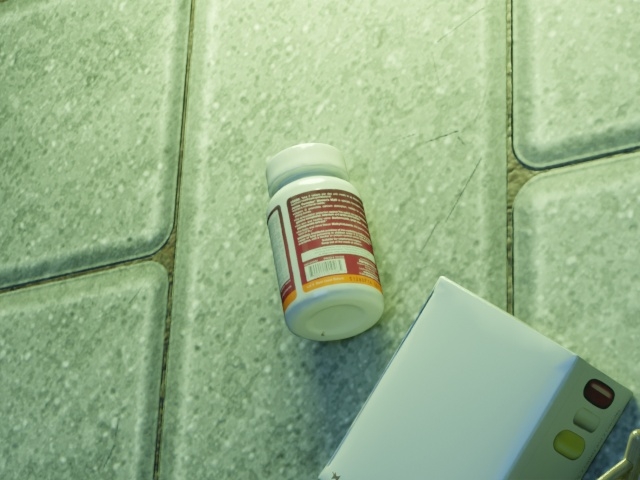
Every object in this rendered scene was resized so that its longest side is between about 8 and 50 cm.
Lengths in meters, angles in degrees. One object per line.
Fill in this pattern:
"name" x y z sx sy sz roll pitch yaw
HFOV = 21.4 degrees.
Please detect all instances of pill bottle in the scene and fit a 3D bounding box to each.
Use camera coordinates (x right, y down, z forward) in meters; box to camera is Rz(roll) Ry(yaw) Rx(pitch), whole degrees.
"pill bottle" 0.000 0.000 2.040 0.121 0.121 0.221 -26 57 24

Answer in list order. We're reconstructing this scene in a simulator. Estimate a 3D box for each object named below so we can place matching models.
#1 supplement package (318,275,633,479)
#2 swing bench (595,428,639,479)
"supplement package" 0.166 0.210 1.813 0.204 0.145 0.262 31 90 40
"swing bench" 0.334 0.365 1.587 0.165 0.255 0.253 -30 45 -27
